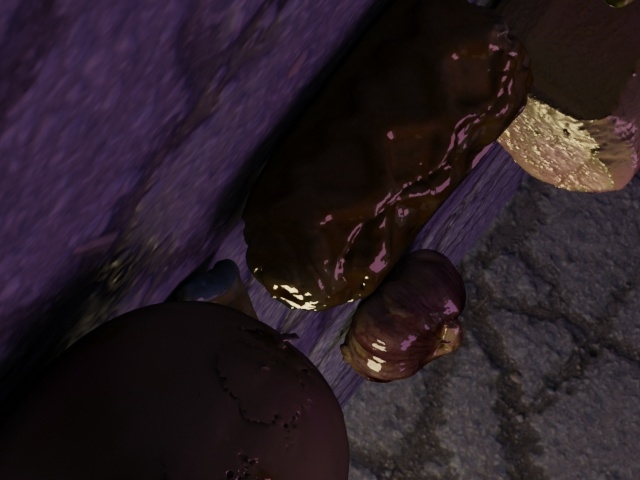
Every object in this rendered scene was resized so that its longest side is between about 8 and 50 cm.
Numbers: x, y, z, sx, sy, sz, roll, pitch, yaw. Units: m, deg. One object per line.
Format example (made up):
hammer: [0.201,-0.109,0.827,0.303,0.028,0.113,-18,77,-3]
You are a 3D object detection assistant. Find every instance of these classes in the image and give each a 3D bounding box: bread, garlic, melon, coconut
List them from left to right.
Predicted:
melon: [-0.111,0.179,0.970,0.317,0.223,0.223,-54,172,20]
bread: [0.045,-0.065,1.138,0.267,0.130,0.152,-52,-179,-5]
garlic: [0.149,0.133,2.437,0.245,0.160,0.245,-51,173,-9]
coconut: [0.279,-0.196,1.568,0.245,0.233,0.233,-56,173,-17]

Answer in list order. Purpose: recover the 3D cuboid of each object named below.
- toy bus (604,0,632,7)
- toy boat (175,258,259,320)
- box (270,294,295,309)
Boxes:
toy bus: [0.263,-0.288,1.302,0.128,0.150,0.262,-54,172,24]
toy boat: [-0.114,0.133,1.259,0.111,0.084,0.276,-41,168,-44]
box: [0.000,0.013,1.549,0.091,0.031,0.126,-44,170,-43]
